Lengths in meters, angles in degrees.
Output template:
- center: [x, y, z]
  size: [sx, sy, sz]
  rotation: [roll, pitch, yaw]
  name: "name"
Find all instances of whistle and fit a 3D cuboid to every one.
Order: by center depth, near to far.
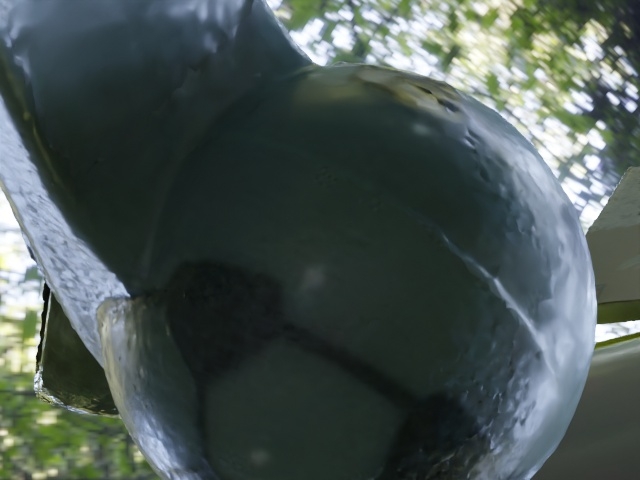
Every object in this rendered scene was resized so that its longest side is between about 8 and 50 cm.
- center: [0.000, 0.000, 0.490]
  size: [0.164, 0.289, 0.163]
  rotation: [-6, -127, 9]
  name: "whistle"

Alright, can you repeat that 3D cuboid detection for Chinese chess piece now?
- center: [-0.106, 0.004, 0.919]
  size: [0.083, 0.188, 0.188]
  rotation: [9, -92, -8]
  name: "Chinese chess piece"

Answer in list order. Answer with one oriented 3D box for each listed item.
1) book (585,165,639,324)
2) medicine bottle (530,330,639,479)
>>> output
- center: [0.303, -0.011, 1.279]
  size: [0.217, 0.310, 0.021]
  rotation: [-6, -71, 26]
  name: "book"
- center: [0.117, 0.190, 1.110]
  size: [0.379, 0.213, 0.213]
  rotation: [-12, -102, -15]
  name: "medicine bottle"
